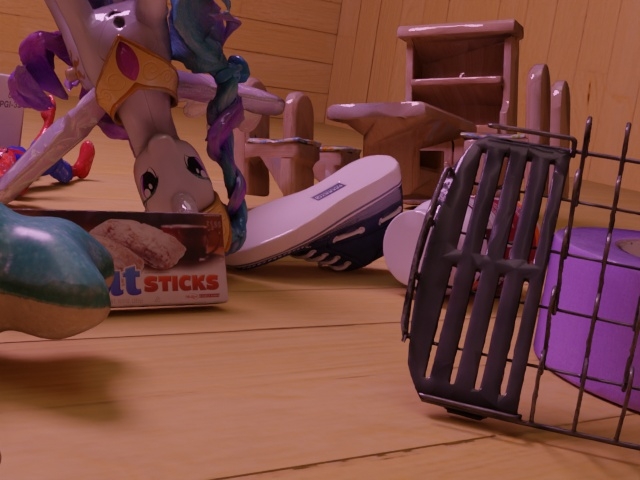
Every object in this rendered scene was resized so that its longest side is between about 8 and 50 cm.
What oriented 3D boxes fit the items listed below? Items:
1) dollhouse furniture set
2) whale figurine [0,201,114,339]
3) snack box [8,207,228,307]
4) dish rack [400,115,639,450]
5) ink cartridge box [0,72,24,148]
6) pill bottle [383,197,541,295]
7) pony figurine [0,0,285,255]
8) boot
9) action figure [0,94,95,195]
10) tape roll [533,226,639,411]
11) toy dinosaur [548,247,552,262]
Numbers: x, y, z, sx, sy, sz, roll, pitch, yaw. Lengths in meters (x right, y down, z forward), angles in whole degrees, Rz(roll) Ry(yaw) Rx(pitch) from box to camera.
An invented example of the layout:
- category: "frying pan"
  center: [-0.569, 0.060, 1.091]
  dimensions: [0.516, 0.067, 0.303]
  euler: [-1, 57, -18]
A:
- category: "dollhouse furniture set"
  center: [0.137, -0.178, 1.324]
  dimensions: [0.362, 0.257, 0.394]
  euler: [1, 0, 23]
- category: "whale figurine"
  center: [-0.239, -0.014, 0.522]
  dimensions: [0.272, 0.141, 0.216]
  euler: [6, 9, -9]
- category: "snack box"
  center: [-0.140, 0.013, 0.683]
  dimensions: [0.178, 0.064, 0.022]
  euler: [0, -7, -41]
- category: "dish rack"
  center: [0.184, 0.020, 0.562]
  dimensions: [0.271, 0.208, 0.074]
  euler: [11, -29, 14]
- category: "ink cartridge box"
  center: [-0.523, -0.159, 1.214]
  dimensions: [0.283, 0.117, 0.207]
  euler: [12, 10, 24]
- category: "pill bottle"
  center: [0.126, 0.005, 0.917]
  dimensions: [0.086, 0.086, 0.152]
  euler: [16, 13, 40]
- category: "pony figurine"
  center: [-0.178, -0.148, 0.887]
  dimensions: [0.302, 0.364, 0.351]
  euler: [-22, 12, -12]
- category: "boot"
  center: [0.000, 0.000, 0.920]
  dimensions: [0.190, 0.086, 0.069]
  euler: [-26, 32, -21]
- category: "action figure"
  center: [-0.328, -0.122, 1.139]
  dimensions: [0.091, 0.139, 0.280]
  euler: [8, 12, 4]
- category: "tape roll"
  center: [0.293, 0.061, 0.723]
  dimensions: [0.274, 0.090, 0.275]
  euler: [8, 9, -1]
- category: "toy dinosaur"
  center: [0.213, -0.008, 1.233]
  dimensions: [0.092, 0.053, 0.183]
  euler: [21, 12, -21]
